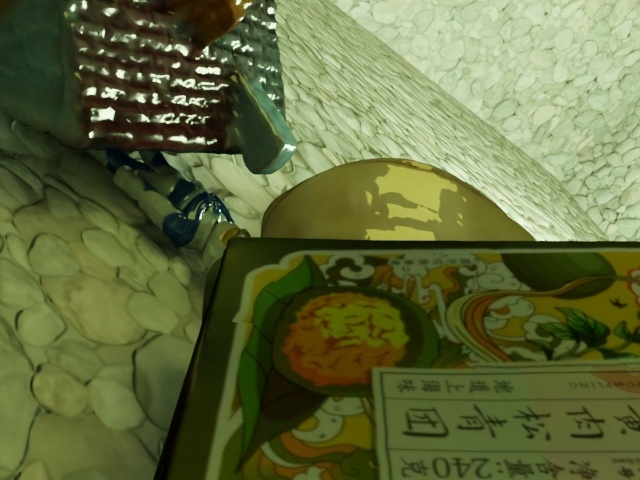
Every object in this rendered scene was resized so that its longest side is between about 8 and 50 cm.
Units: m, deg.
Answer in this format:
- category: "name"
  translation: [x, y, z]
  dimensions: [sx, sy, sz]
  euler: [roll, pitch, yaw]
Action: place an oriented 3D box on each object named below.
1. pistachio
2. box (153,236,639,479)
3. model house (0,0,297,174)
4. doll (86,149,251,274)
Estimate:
- category: "pistachio"
  translation: [0.092, 0.048, 0.659]
  dimensions: [0.318, 0.213, 0.193]
  euler: [18, 16, -21]
- category: "box"
  translation: [0.127, 0.138, 0.378]
  dimensions: [0.421, 0.138, 0.373]
  euler: [1, 26, 1]
- category: "model house"
  translation: [-0.162, -0.209, 0.653]
  dimensions: [0.339, 0.297, 0.360]
  euler: [59, 23, 9]
- category: "doll"
  translation: [-0.121, -0.031, 0.682]
  dimensions: [0.227, 0.057, 0.114]
  euler: [47, 17, 21]
